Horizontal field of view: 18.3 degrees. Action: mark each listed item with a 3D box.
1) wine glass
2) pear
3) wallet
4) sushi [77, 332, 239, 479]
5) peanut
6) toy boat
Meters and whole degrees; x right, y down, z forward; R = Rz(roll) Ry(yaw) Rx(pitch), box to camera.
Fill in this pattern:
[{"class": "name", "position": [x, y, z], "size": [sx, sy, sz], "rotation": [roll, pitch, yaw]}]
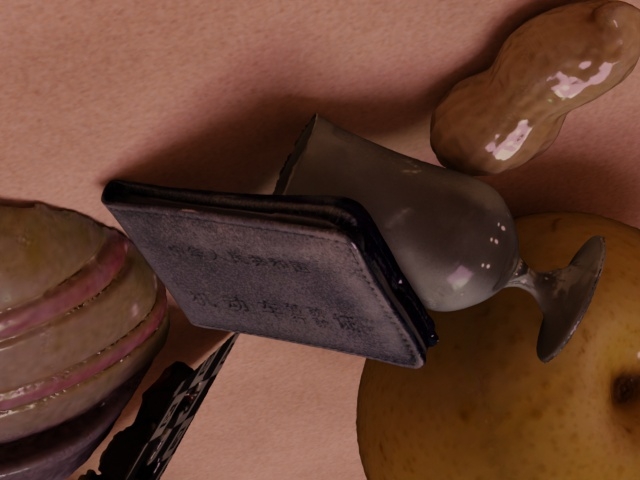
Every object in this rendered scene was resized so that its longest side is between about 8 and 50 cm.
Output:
[{"class": "wine glass", "position": [0.080, -0.005, 1.420], "size": [0.231, 0.103, 0.103], "rotation": [26, 139, -5]}, {"class": "pear", "position": [0.196, 0.144, 1.628], "size": [0.348, 0.348, 0.348], "rotation": [-16, 152, -9]}, {"class": "wallet", "position": [-0.034, 0.022, 1.408], "size": [0.222, 0.036, 0.167], "rotation": [7, 147, 31]}, {"class": "sushi", "position": [-0.166, 0.191, 1.633], "size": [0.279, 0.043, 0.192], "rotation": [-60, 174, 22]}, {"class": "peanut", "position": [0.155, -0.111, 1.417], "size": [0.082, 0.082, 0.187], "rotation": [9, 138, -43]}, {"class": "toy boat", "position": [-0.222, 0.090, 1.499], "size": [0.276, 0.111, 0.293], "rotation": [-4, 139, -41]}]
